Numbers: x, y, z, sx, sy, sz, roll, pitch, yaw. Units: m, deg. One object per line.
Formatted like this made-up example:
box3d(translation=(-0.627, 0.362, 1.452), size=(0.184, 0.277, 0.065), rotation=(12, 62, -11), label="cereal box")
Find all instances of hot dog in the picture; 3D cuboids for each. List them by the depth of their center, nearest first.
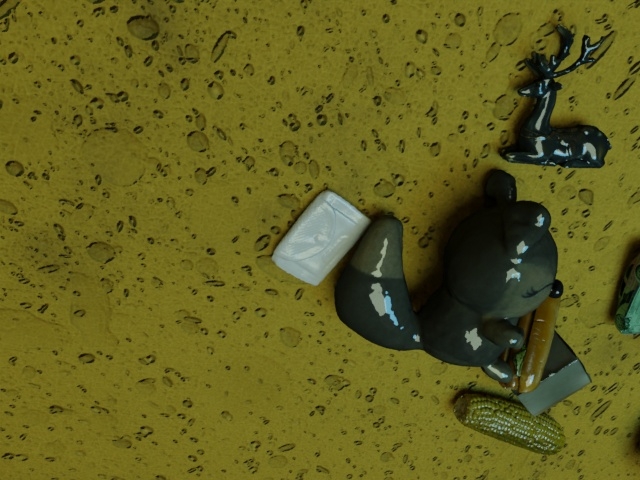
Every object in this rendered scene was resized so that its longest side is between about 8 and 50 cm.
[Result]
box3d(translation=(0.412, 0.181, 1.044), size=(0.068, 0.100, 0.249), rotation=(34, 69, -42), label="hot dog")

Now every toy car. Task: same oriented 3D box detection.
box3d(translation=(0.695, 0.104, 1.112), size=(0.090, 0.076, 0.224), rotation=(-5, 125, -8), label="toy car")

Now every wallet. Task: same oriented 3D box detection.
box3d(translation=(0.000, 0.000, 0.979), size=(0.124, 0.032, 0.183), rotation=(33, 106, -24), label="wallet")

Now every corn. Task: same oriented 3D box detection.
box3d(translation=(0.460, 0.432, 1.227), size=(0.311, 0.101, 0.101), rotation=(26, 110, -18), label="corn")

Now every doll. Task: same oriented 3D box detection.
box3d(translation=(0.239, 0.064, 0.932), size=(0.379, 0.252, 0.382), rotation=(7, 108, -12), label="doll")

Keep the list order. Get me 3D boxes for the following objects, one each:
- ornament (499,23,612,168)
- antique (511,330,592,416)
box3d(translation=(0.435, -0.243, 0.897), size=(0.202, 0.080, 0.236), rotation=(1, 116, -5), label="ornament")
box3d(translation=(0.464, 0.266, 1.110), size=(0.152, 0.146, 0.148), rotation=(-35, 127, 9), label="antique")
